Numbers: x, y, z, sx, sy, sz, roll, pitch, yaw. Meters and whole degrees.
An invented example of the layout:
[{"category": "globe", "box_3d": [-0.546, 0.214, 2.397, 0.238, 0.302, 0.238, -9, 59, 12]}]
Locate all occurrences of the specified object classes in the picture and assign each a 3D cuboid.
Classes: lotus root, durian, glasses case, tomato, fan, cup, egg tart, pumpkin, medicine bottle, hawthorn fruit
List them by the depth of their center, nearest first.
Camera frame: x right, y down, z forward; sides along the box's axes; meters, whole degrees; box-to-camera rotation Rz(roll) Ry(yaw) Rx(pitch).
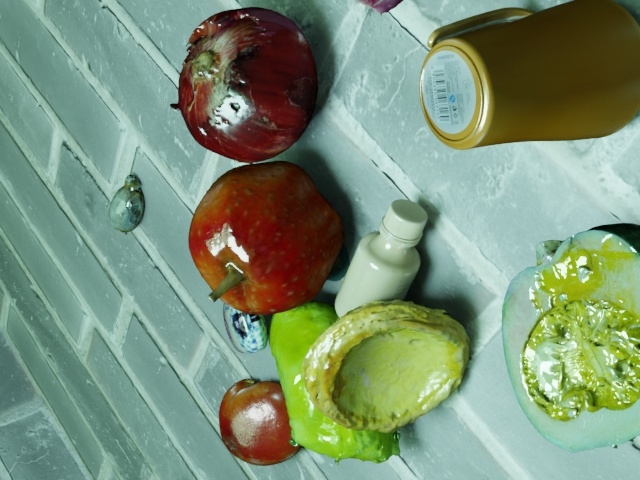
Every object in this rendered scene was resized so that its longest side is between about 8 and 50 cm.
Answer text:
[{"category": "cup", "box_3d": [0.252, -0.215, 0.943, 0.226, 0.264, 0.182, 56, 147, 33]}, {"category": "pumpkin", "box_3d": [0.393, 0.111, 0.961, 0.293, 0.197, 0.263, -42, 61, 55]}, {"category": "egg tart", "box_3d": [0.104, 0.196, 1.271, 0.123, 0.294, 0.294, -116, 31, -52]}, {"category": "medicine bottle", "box_3d": [0.110, 0.043, 1.301, 0.114, 0.114, 0.252, 43, 133, 28]}, {"category": "hawthorn fruit", "box_3d": [-0.114, 0.016, 1.360, 0.287, 0.330, 0.287, 12, 124, 19]}, {"category": "durian", "box_3d": [0.002, 0.265, 1.448, 0.256, 0.205, 0.339, -13, 95, 61]}, {"category": "fan", "box_3d": [0.000, 0.000, 1.488, 0.113, 0.005, 0.175, -39, 76, 48]}, {"category": "glasses case", "box_3d": [-0.163, 0.175, 1.602, 0.327, 0.076, 0.125, 149, 107, -77]}, {"category": "tomato", "box_3d": [-0.152, 0.431, 1.730, 0.233, 0.140, 0.200, -17, 99, 49]}, {"category": "lotus root", "box_3d": [-0.503, -0.090, 1.954, 0.088, 0.088, 0.165, 37, 120, 32]}]

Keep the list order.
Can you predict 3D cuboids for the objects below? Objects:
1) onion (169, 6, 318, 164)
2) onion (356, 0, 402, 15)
[{"category": "onion", "box_3d": [-0.122, -0.274, 1.339, 0.276, 0.276, 0.276, 21, 120, 41]}, {"category": "onion", "box_3d": [0.061, -0.452, 1.115, 0.207, 0.201, 0.200, 52, 138, 38]}]
